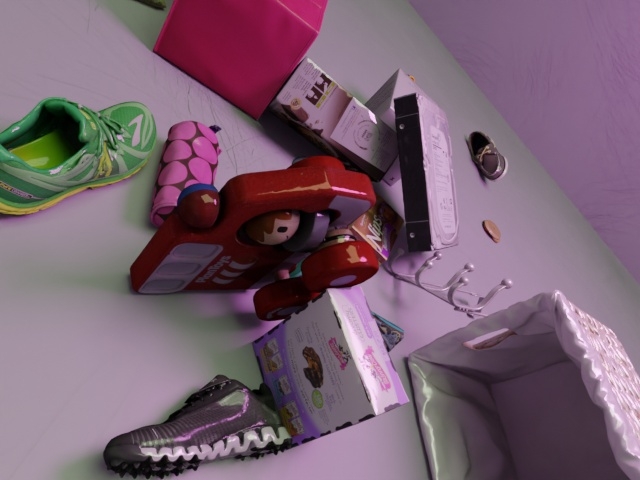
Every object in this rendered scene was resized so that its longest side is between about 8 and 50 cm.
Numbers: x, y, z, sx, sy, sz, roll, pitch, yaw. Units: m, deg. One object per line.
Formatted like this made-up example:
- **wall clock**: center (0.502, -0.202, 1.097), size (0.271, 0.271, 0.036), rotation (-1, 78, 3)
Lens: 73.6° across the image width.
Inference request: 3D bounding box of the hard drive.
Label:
- **hard drive**: center (0.255, -0.147, 0.997), size (0.237, 0.064, 0.338), rotation (-4, 87, -59)

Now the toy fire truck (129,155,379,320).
- **toy fire truck**: center (-0.086, 0.000, 0.570), size (0.254, 0.302, 0.169), rotation (2, 63, -41)

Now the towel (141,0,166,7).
- **towel**: center (-0.424, -0.579, 0.952), size (0.148, 0.027, 0.109), rotation (1, 60, -45)

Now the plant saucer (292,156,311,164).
- **plant saucer**: center (-0.012, -0.155, 1.002), size (0.120, 0.021, 0.119), rotation (26, 43, -27)

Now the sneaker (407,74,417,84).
- **sneaker**: center (0.335, -0.586, 1.640), size (0.088, 0.093, 0.225), rotation (43, 38, -9)

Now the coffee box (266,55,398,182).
- **coffee box**: center (0.033, -0.272, 1.008), size (0.297, 0.118, 0.168), rotation (35, 1, -18)

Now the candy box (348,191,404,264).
- **candy box**: center (0.124, -0.028, 1.004), size (0.109, 0.053, 0.186), rotation (45, 37, -6)

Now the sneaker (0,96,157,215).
- **sneaker**: center (-0.327, -0.136, 0.598), size (0.109, 0.123, 0.295), rotation (43, 38, -8)

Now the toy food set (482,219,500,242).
- **toy food set**: center (0.602, -0.037, 1.500), size (0.083, 0.020, 0.082), rotation (37, 39, -14)

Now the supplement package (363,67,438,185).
- **supplement package**: center (0.221, -0.336, 1.254), size (0.178, 0.175, 0.292), rotation (37, 40, -17)

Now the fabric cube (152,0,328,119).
- **fabric cube**: center (-0.164, -0.486, 0.945), size (0.258, 0.254, 0.258), rotation (29, 43, -21)

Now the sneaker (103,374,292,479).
- **sneaker**: center (-0.143, 0.220, 0.524), size (0.235, 0.078, 0.106), rotation (14, 47, -41)

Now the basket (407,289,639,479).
- **basket**: center (0.381, 0.319, 0.746), size (0.267, 0.328, 0.331), rotation (23, 45, -32)

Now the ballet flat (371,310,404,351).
- **ballet flat**: center (0.081, 0.153, 0.799), size (0.188, 0.070, 0.070), rotation (37, 39, -22)

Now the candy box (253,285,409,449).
- **candy box**: center (0.002, 0.179, 0.597), size (0.070, 0.196, 0.164), rotation (2, 59, -43)

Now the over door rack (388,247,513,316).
- **over door rack**: center (0.342, 0.115, 0.957), size (0.325, 0.108, 0.239), rotation (27, 2, -26)

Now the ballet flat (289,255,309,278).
- **ballet flat**: center (0.000, 0.000, 0.841), size (0.106, 0.108, 0.315), rotation (52, 39, -30)

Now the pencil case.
- **pencil case**: center (-0.217, -0.106, 0.712), size (0.098, 0.095, 0.209), rotation (37, 39, -40)

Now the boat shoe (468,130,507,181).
- **boat shoe**: center (0.689, -0.356, 1.784), size (0.091, 0.109, 0.304), rotation (30, 36, -22)
